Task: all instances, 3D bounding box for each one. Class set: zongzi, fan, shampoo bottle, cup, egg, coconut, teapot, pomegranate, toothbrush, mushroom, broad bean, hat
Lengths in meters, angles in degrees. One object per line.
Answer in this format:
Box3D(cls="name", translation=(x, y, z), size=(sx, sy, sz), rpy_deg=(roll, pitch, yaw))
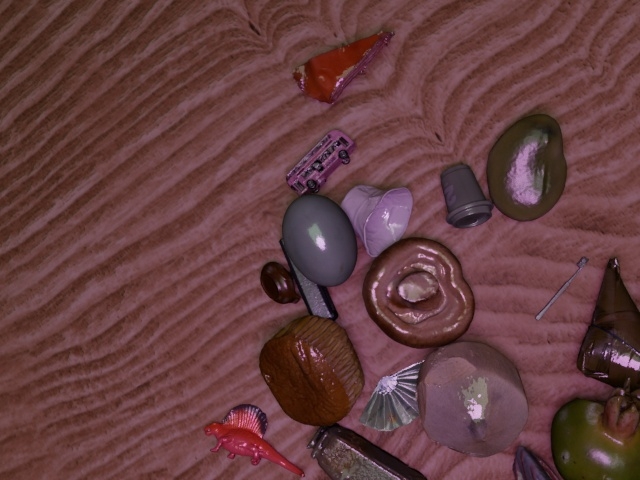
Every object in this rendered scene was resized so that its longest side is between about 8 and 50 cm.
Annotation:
Box3D(cls="zongzi", translation=(0.747, 0.212, 1.374), size=(0.260, 0.123, 0.289), rpy_deg=(20, 85, 27))
Box3D(cls="fan", translation=(0.200, 0.394, 1.521), size=(0.240, 0.009, 0.131), rpy_deg=(-43, 81, 2))
Box3D(cls="shampoo bottle", translation=(-0.017, 0.134, 1.539), size=(0.071, 0.098, 0.309), rpy_deg=(-23, 81, 2))
Box3D(cls="cup", translation=(0.357, -0.111, 1.500), size=(0.120, 0.120, 0.141), rpy_deg=(-14, 72, 8))
Box3D(cls="egg", translation=(0.000, 0.000, 1.439), size=(0.168, 0.168, 0.230), rpy_deg=(-25, 90, 6))
Box3D(cls="coconut", translation=(0.334, 0.360, 1.367), size=(0.245, 0.247, 0.244), rpy_deg=(3, 105, 10))
Box3D(cls="teapot", translation=(-0.100, 0.110, 1.569), size=(0.129, 0.078, 0.098), rpy_deg=(50, 137, 22))
Box3D(cls="pomegranate", translation=(0.630, 0.428, 1.307), size=(0.236, 0.301, 0.236), rpy_deg=(0, 46, -1))
Box3D(cls="toothbrush", translation=(0.591, 0.118, 1.481), size=(0.017, 0.014, 0.194), rpy_deg=(38, 91, 11))
Box3D(cls="mushroom", translation=(0.242, 0.127, 1.475), size=(0.278, 0.146, 0.278), rpy_deg=(0, 77, 1))
Box3D(cls="broad bean", translation=(0.503, -0.179, 1.476), size=(0.189, 0.121, 0.263), rpy_deg=(9, 88, 14))
Box3D(cls="hat", translation=(0.127, -0.066, 1.512), size=(0.126, 0.203, 0.203), rpy_deg=(27, 89, 34))

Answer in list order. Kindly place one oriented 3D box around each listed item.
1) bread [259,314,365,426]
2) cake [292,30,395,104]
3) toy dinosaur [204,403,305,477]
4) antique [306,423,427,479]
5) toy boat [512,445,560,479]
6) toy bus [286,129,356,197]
Box3D(cls="bread", translation=(-0.018, 0.314, 1.454), size=(0.227, 0.142, 0.253), rpy_deg=(-17, 106, 36))
Box3D(cls="cake", translation=(0.075, -0.460, 1.592), size=(0.287, 0.098, 0.135), rpy_deg=(-27, 79, 10))
Box3D(cls="toy dinosaur", translation=(-0.160, 0.502, 1.554), size=(0.286, 0.070, 0.138), rpy_deg=(12, 64, 9))
Box3D(cls="antique", translation=(0.103, 0.553, 1.460), size=(0.284, 0.125, 0.150), rpy_deg=(36, 90, 11))
Box3D(cls="toy boat", translation=(0.495, 0.558, 1.314), size=(0.096, 0.282, 0.206), rpy_deg=(-25, 81, 5))
Box3D(cls="toy bus", translation=(0.001, -0.200, 1.592), size=(0.203, 0.063, 0.090), rpy_deg=(-45, 76, 0))
